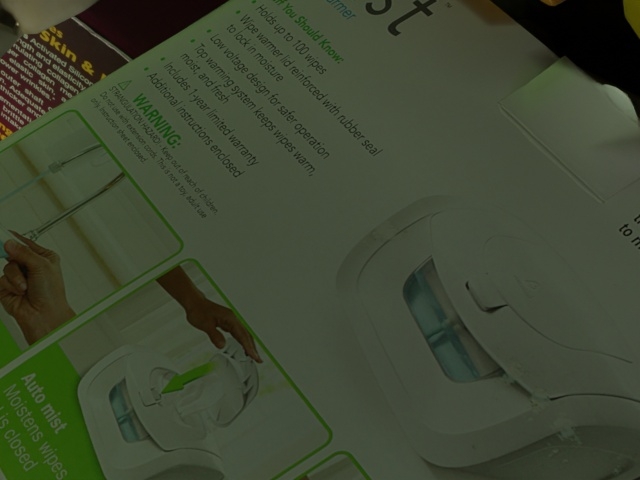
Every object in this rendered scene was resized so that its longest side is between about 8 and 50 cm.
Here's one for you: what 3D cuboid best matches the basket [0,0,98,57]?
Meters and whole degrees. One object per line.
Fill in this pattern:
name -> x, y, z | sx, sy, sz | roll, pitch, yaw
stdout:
basket -> -0.211, -0.174, 0.428 | 0.266, 0.328, 0.331 | 35, 155, 40

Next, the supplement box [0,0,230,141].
supplement box -> -0.070, -0.046, 0.727 | 0.104, 0.081, 0.188 | 37, 149, 6

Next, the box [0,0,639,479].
box -> 0.003, 0.060, 0.532 | 0.262, 0.231, 0.126 | 47, 166, 43

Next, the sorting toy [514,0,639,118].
sorting toy -> 0.132, 0.012, 0.561 | 0.229, 0.041, 0.307 | 43, 162, 53
